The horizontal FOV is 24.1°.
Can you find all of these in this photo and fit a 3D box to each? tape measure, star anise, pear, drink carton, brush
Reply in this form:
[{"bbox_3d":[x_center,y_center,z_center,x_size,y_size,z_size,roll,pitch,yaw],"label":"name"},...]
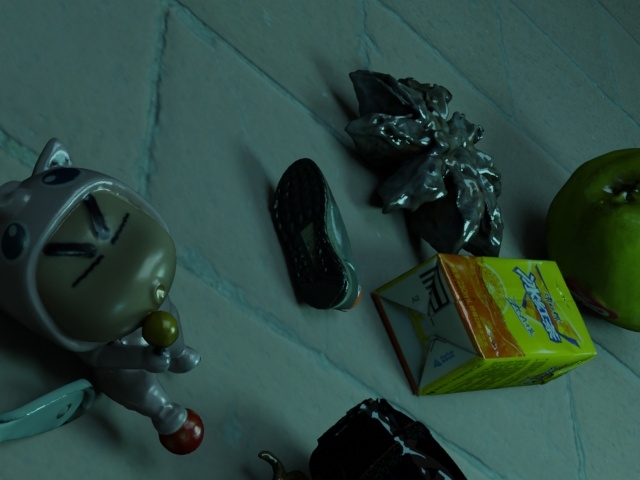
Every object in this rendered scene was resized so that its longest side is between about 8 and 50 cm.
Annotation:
[{"bbox_3d":[0.080,0.260,1.476,0.202,0.135,0.223,51,-13,15],"label":"tape measure"},{"bbox_3d":[0.154,-0.106,2.048,0.332,0.118,0.331,32,39,-31],"label":"star anise"},{"bbox_3d":[0.500,0.014,2.330,0.375,0.287,0.287,50,24,-51],"label":"pear"},{"bbox_3d":[0.223,0.110,1.951,0.351,0.111,0.154,5,59,-58],"label":"drink carton"},{"bbox_3d":[-0.282,0.143,1.183,0.060,0.068,0.297,41,21,15],"label":"brush"}]

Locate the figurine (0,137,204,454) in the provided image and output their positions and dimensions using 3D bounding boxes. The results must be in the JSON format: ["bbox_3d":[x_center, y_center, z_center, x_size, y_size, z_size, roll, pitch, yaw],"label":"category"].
[{"bbox_3d":[-0.176,0.049,1.326,0.176,0.186,0.287,-52,127,-35],"label":"figurine"}]

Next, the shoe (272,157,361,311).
[{"bbox_3d":[0.000,-0.001,1.758,0.077,0.074,0.194,33,38,-58],"label":"shoe"}]

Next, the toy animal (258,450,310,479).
[{"bbox_3d":[-0.017,0.312,1.423,0.099,0.057,0.241,-2,64,-58],"label":"toy animal"}]
